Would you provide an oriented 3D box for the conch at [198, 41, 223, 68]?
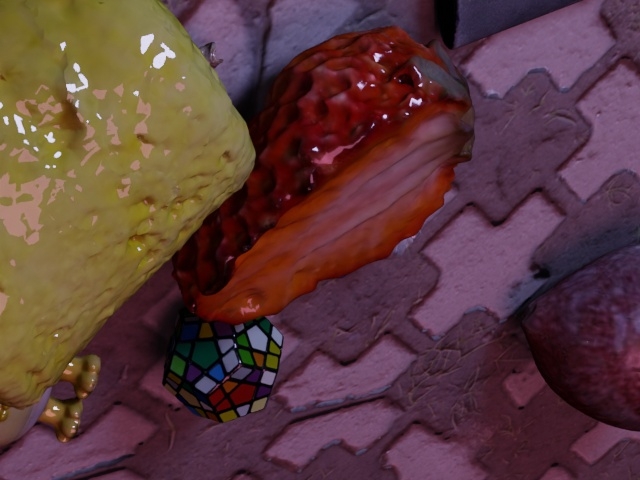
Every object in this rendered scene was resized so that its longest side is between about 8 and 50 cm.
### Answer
[{"bbox_3d":[-0.155,-0.091,1.326,0.207,0.130,0.155,-59,178,-2],"label":"conch"}]

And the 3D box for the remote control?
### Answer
[{"bbox_3d":[0.285,-0.295,1.466,0.377,0.044,0.107,-22,131,-17],"label":"remote control"}]

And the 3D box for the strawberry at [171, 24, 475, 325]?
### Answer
[{"bbox_3d":[-0.012,-0.067,1.380,0.336,0.149,0.265,-38,158,0],"label":"strawberry"}]

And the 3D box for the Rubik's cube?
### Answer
[{"bbox_3d":[-0.101,0.122,1.516,0.112,0.133,0.133,13,121,-10],"label":"Rubik's cube"}]

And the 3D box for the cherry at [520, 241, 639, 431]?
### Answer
[{"bbox_3d":[0.380,0.116,1.773,0.300,0.203,0.230,3,127,-19],"label":"cherry"}]

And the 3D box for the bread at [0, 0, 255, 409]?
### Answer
[{"bbox_3d":[-0.235,-0.077,1.094,0.308,0.348,0.348,-36,138,-9],"label":"bread"}]

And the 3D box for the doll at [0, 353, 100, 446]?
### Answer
[{"bbox_3d":[-0.349,0.123,1.346,0.296,0.117,0.141,8,118,-38],"label":"doll"}]

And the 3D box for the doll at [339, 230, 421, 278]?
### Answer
[{"bbox_3d":[0.000,0.000,1.522,0.227,0.057,0.114,2,119,-24],"label":"doll"}]
